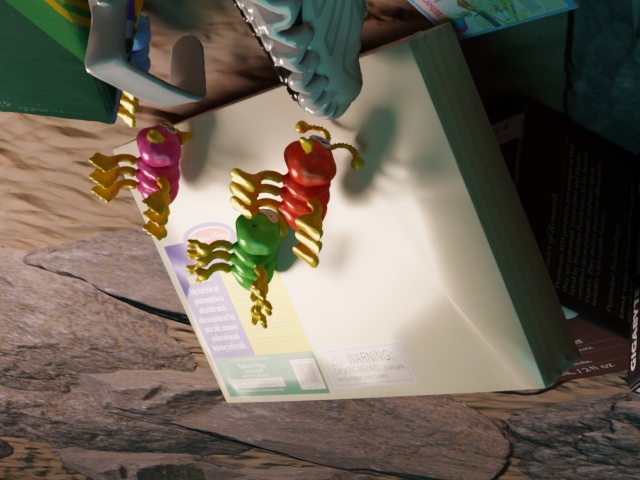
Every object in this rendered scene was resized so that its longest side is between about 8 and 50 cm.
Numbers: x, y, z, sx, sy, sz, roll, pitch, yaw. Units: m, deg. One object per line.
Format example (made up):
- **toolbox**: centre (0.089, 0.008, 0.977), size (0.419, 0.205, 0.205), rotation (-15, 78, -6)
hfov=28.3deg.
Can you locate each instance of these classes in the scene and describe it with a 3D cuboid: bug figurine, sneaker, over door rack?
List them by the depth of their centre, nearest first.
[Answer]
- **over door rack**: centre (-0.018, -0.224, 0.439), size (0.239, 0.324, 0.108), rotation (-7, -177, 36)
- **sneaker**: centre (-0.004, -0.177, 0.768), size (0.118, 0.110, 0.292), rotation (-30, 151, -3)
- **bug figurine**: centre (-0.090, -0.062, 1.012), size (0.279, 0.072, 0.216), rotation (38, 143, 19)

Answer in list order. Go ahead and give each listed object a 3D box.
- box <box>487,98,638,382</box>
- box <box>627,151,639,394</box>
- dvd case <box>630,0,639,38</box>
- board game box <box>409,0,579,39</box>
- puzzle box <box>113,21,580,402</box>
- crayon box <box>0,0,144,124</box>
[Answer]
- **box**: centre (0.185, 0.010, 1.106), size (0.203, 0.167, 0.168), rotation (23, 155, -29)
- **box**: centre (0.341, 0.027, 1.014), size (0.175, 0.220, 0.051), rotation (10, 155, -4)
- **dvd case**: centre (0.270, -0.165, 0.853), size (0.119, 0.013, 0.087), rotation (0, 156, 19)
- **board game box**: centre (0.090, -0.192, 0.843), size (0.103, 0.026, 0.154), rotation (-9, 151, 38)
- **puzzle box**: centre (0.000, 0.000, 1.053), size (0.409, 0.052, 0.272), rotation (-11, 106, 50)
- **crayon box**: centre (-0.147, -0.224, 0.629), size (0.083, 0.203, 0.323), rotation (7, 158, 6)
